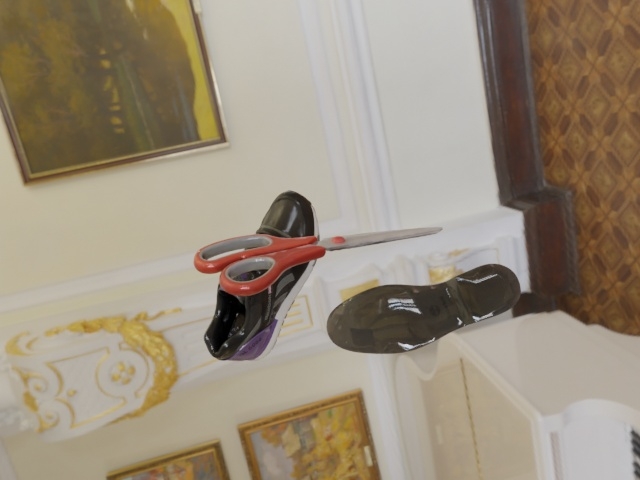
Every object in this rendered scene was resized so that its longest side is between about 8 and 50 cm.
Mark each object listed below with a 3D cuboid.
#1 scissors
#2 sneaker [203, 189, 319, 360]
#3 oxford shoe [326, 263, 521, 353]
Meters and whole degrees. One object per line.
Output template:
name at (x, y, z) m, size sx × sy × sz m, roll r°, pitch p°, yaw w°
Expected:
scissors at (0.000, 0.000, 0.674) m, size 0.109 × 0.297 × 0.021 m, roll 39°, pitch 139°, yaw 51°
sneaker at (-0.090, 0.055, 0.862) m, size 0.124 × 0.107 × 0.283 m, roll 20°, pitch -92°, yaw -65°
oxford shoe at (0.113, 0.084, 0.634) m, size 0.076 × 0.212 × 0.076 m, roll 73°, pitch -175°, yaw -76°
